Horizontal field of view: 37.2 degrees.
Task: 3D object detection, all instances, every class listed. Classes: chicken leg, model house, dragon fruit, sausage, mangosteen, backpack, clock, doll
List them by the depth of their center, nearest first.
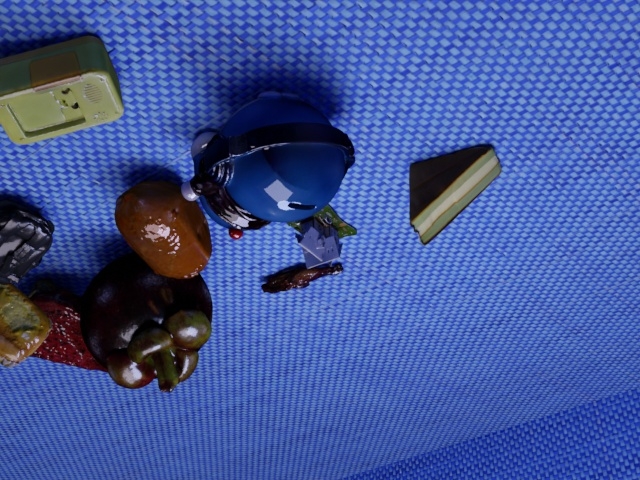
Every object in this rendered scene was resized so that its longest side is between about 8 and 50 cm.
[{"bbox_3d":[-0.444,-0.252,1.597,0.202,0.096,0.143,-15,146,-3],"label":"clock"},{"bbox_3d":[-0.093,-0.136,1.732,0.284,0.240,0.310,1,158,-37],"label":"doll"},{"bbox_3d":[-0.318,-0.025,1.959,0.141,0.153,0.268,-11,148,12],"label":"sausage"},{"bbox_3d":[-0.674,0.004,2.010,0.258,0.133,0.206,-34,142,30],"label":"backpack"},{"bbox_3d":[0.000,0.000,2.097,0.117,0.088,0.167,-18,146,23],"label":"model house"},{"bbox_3d":[-0.378,0.190,2.125,0.306,0.347,0.307,-15,131,-18],"label":"mangosteen"},{"bbox_3d":[-0.049,0.092,2.288,0.205,0.053,0.093,-12,172,26],"label":"chicken leg"},{"bbox_3d":[-0.620,0.177,2.296,0.317,0.152,0.205,15,129,-3],"label":"dragon fruit"}]

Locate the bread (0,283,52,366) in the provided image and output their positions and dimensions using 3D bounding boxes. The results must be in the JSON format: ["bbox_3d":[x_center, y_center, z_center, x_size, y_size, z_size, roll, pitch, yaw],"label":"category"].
[{"bbox_3d":[-0.744,0.155,2.120,0.288,0.152,0.119,42,141,-1],"label":"bread"}]

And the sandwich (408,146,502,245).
[{"bbox_3d":[0.276,-0.089,1.925,0.187,0.144,0.117,-14,150,17],"label":"sandwich"}]
